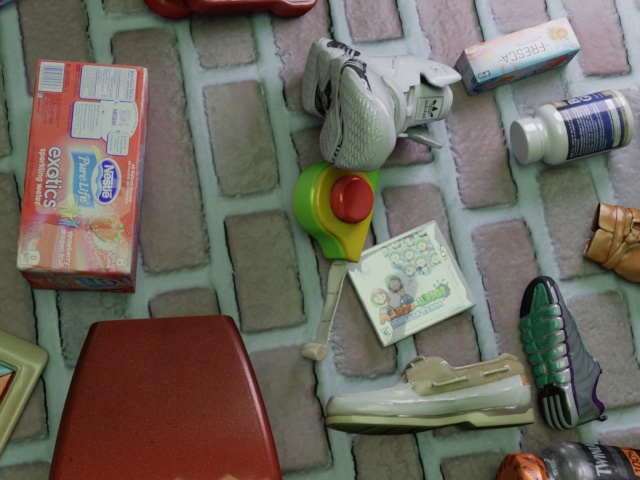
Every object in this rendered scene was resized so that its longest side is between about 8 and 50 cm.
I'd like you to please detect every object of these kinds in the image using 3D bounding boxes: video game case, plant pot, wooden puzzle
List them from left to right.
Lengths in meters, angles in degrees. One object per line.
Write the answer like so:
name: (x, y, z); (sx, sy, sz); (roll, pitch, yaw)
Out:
wooden puzzle: (-0.518, 0.212, 1.366); (0.221, 0.044, 0.238); (24, 74, 0)
plant pot: (-0.197, 0.237, 1.298); (0.267, 0.267, 0.235); (-3, 65, -7)
video game case: (0.131, 0.063, 1.494); (0.157, 0.019, 0.143); (-23, 79, -12)

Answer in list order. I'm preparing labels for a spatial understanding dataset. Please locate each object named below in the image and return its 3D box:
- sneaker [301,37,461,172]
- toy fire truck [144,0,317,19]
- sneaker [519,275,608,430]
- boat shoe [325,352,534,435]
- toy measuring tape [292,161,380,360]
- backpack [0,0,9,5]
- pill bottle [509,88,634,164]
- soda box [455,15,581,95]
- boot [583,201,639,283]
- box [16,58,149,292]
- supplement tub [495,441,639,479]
sneaker: (0.102, -0.188, 1.415); (0.210, 0.366, 0.137); (7, 113, -14)
toy fire truck: (-0.151, -0.480, 1.546); (0.254, 0.169, 0.302); (-10, 76, -34)
sneaker: (0.358, 0.161, 1.478); (0.098, 0.083, 0.223); (-2, 79, -28)
boat shoe: (0.149, 0.215, 1.416); (0.303, 0.113, 0.103); (1, 74, -17)
toy measuring tape: (0.000, 0.000, 1.445); (0.122, 0.121, 0.330); (17, 78, -2)
backpack: (-0.488, -0.445, 1.504); (0.158, 0.117, 0.173); (40, 77, 5)
pill bottle: (0.380, -0.168, 1.544); (0.170, 0.094, 0.094); (-15, 78, -10)
soda box: (0.309, -0.289, 1.586); (0.183, 0.058, 0.062); (-19, 79, -10)
boot: (0.494, -0.031, 1.536); (0.152, 0.073, 0.197); (21, 71, 3)
box: (-0.324, -0.086, 1.415); (0.154, 0.142, 0.299); (2, 76, -6)
supplement tub: (0.412, 0.380, 1.348); (0.338, 0.207, 0.207); (7, 75, -6)
